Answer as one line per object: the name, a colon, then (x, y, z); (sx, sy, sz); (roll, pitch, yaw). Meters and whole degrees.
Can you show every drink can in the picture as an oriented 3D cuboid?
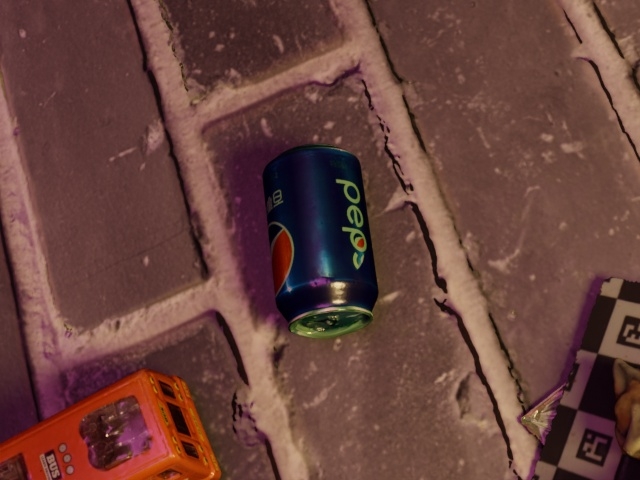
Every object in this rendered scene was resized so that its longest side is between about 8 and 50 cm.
drink can: (0.000, 0.000, 1.155); (0.118, 0.118, 0.204); (-13, 67, 12)

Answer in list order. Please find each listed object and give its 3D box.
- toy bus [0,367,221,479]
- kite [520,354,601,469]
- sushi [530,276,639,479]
toy bus: (-0.288, 0.270, 1.125); (0.329, 0.153, 0.143); (-28, 67, 6)
kite: (0.338, 0.194, 1.038); (0.268, 0.013, 0.322); (0, 73, 18)
sushi: (0.330, 0.215, 0.920); (0.343, 0.064, 0.359); (13, 77, 46)
